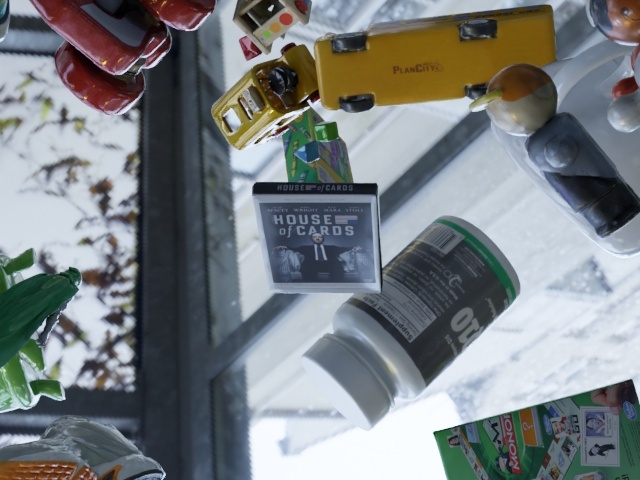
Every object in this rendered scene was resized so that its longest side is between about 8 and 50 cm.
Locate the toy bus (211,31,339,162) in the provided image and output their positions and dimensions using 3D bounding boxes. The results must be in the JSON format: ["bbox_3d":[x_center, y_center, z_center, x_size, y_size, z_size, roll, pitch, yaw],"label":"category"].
[{"bbox_3d":[-0.075,-0.219,1.665,0.191,0.202,0.104,20,-150,33],"label":"toy bus"}]

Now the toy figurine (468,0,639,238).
[{"bbox_3d":[0.223,-0.124,0.711,0.209,0.213,0.148,-38,-90,-24],"label":"toy figurine"}]

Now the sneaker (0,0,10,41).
[{"bbox_3d":[-0.524,-0.304,1.443,0.107,0.110,0.275,32,-143,22],"label":"sneaker"}]

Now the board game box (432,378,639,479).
[{"bbox_3d":[0.259,0.321,1.126,0.046,0.214,0.317,48,-153,-79],"label":"board game box"}]

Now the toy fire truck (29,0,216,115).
[{"bbox_3d":[-0.247,-0.298,1.193,0.254,0.169,0.302,38,-151,-16],"label":"toy fire truck"}]

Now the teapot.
[{"bbox_3d":[0.322,-0.119,1.212,0.252,0.187,0.256,40,-162,-13],"label":"teapot"}]

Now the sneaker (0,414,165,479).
[{"bbox_3d":[-0.294,0.248,1.236,0.121,0.099,0.262,42,-173,28],"label":"sneaker"}]

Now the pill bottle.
[{"bbox_3d":[0.152,0.142,1.895,0.361,0.204,0.204,-42,-92,-15],"label":"pill bottle"}]

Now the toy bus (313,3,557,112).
[{"bbox_3d":[0.164,-0.259,1.569,0.130,0.333,0.108,-67,-29,-66],"label":"toy bus"}]

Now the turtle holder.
[{"bbox_3d":[-0.527,0.143,1.661,0.227,0.320,0.243,-10,-100,-6],"label":"turtle holder"}]

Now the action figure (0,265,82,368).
[{"bbox_3d":[-0.415,0.107,1.542,0.137,0.063,0.232,19,-137,29],"label":"action figure"}]

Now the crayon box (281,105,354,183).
[{"bbox_3d":[-0.002,-0.162,2.488,0.165,0.081,0.278,43,-154,-39],"label":"crayon box"}]

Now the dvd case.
[{"bbox_3d":[0.000,0.000,1.647,0.179,0.238,0.029,0,-128,6],"label":"dvd case"}]

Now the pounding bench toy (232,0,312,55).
[{"bbox_3d":[-0.056,-0.245,1.119,0.083,0.065,0.052,43,-151,-25],"label":"pounding bench toy"}]
